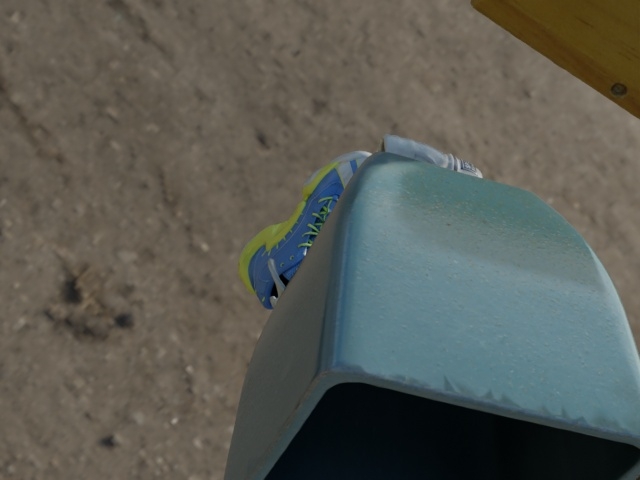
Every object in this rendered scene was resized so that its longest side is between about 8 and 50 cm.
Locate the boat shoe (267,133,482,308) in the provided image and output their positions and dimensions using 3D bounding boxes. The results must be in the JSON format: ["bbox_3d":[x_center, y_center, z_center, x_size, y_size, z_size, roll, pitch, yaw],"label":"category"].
[{"bbox_3d":[0.012,0.064,1.376,0.156,0.367,0.136,25,2,-9],"label":"boat shoe"}]

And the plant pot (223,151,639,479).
[{"bbox_3d":[0.079,0.080,1.069,0.247,0.247,0.252,14,50,-15],"label":"plant pot"}]

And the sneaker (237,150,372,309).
[{"bbox_3d":[0.000,0.000,1.790,0.091,0.240,0.126,33,21,-33],"label":"sneaker"}]

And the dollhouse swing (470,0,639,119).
[{"bbox_3d":[0.376,-0.336,1.323,0.315,0.347,0.305,32,45,-8],"label":"dollhouse swing"}]

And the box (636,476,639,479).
[{"bbox_3d":[0.307,0.292,1.223,0.175,0.051,0.220,54,17,-4],"label":"box"}]
